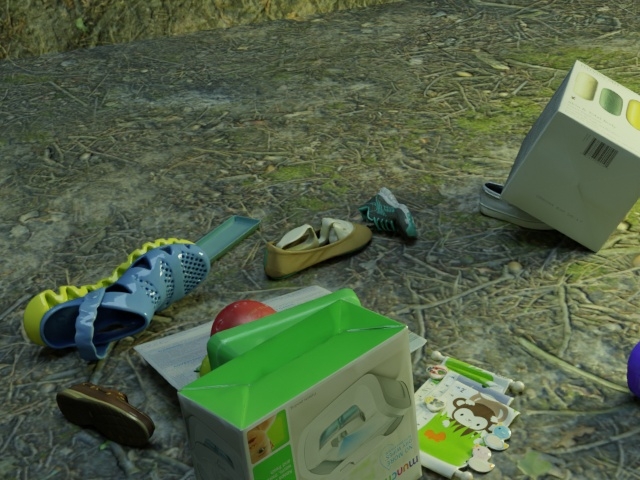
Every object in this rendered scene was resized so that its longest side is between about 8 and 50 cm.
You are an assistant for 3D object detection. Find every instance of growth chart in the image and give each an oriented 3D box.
[{"bbox_3d":[0.184,0.239,1.435,0.172,0.021,0.237,14,33,26],"label":"growth chart"}]

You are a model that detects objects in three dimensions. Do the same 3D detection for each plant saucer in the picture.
[{"bbox_3d":[-0.190,0.003,1.971,0.067,0.018,0.192,11,33,30],"label":"plant saucer"}]

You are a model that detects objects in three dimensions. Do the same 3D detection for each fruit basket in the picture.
[{"bbox_3d":[-0.068,0.166,1.534,0.327,0.165,0.353,-18,14,-24],"label":"fruit basket"}]

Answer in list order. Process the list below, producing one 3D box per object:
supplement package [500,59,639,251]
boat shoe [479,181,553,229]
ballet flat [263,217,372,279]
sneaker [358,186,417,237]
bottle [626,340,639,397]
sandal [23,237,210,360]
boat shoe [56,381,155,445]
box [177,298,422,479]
[{"bbox_3d":[0.475,-0.156,1.882,0.199,0.198,0.263,30,34,2],"label":"supplement package"},{"bbox_3d":[0.379,-0.069,1.948,0.184,0.063,0.066,21,37,40],"label":"boat shoe"},{"bbox_3d":[0.000,0.000,1.879,0.232,0.073,0.080,-24,33,-32],"label":"ballet flat"},{"bbox_3d":[0.124,-0.038,1.960,0.076,0.065,0.166,-28,28,-7],"label":"sneaker"},{"bbox_3d":[0.546,0.200,1.366,0.283,0.092,0.118,21,38,41],"label":"bottle"},{"bbox_3d":[-0.308,0.105,1.701,0.317,0.126,0.138,-30,38,-24],"label":"sandal"},{"bbox_3d":[-0.297,0.237,1.489,0.178,0.064,0.060,12,34,36],"label":"boat shoe"},{"bbox_3d":[-0.018,0.234,1.257,0.262,0.231,0.127,-26,31,-35],"label":"box"}]
